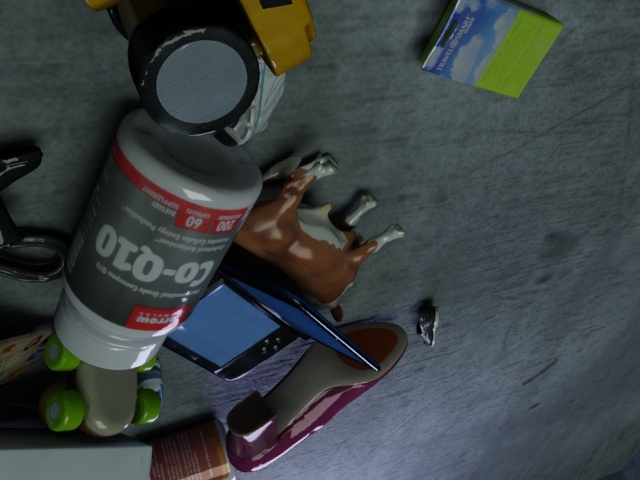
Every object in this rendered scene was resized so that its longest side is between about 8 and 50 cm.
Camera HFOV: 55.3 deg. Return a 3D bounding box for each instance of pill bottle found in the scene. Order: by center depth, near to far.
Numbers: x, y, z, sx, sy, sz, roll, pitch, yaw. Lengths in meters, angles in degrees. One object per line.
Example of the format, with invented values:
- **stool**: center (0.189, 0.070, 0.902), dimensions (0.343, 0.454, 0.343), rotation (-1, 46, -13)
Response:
- **pill bottle**: center (-0.196, 0.008, 0.700), dimensions (0.161, 0.161, 0.283), rotation (10, 125, -37)
- **pill bottle**: center (-0.271, 0.414, 1.107), dimensions (0.216, 0.121, 0.121), rotation (-12, 137, -19)

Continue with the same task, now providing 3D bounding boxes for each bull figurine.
- **bull figurine**: center (0.000, 0.000, 0.857), dimensions (0.188, 0.101, 0.310), rotation (-43, 140, 10)

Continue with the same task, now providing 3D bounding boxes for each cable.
- **cable**: center (-0.430, 0.007, 0.673), dimensions (0.287, 0.072, 0.140), rotation (-15, 122, -34)

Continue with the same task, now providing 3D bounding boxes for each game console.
- **game console**: center (-0.096, 0.150, 0.898), dimensions (0.250, 0.173, 0.293), rotation (-35, 139, 7)

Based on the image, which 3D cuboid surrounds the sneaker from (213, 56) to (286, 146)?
- **sneaker**: center (-0.064, -0.197, 0.656), dimensions (0.083, 0.071, 0.191), rotation (-32, 148, -60)

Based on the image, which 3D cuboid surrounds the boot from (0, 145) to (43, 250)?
- **boot**: center (-0.339, -0.040, 0.638), dimensions (0.121, 0.045, 0.099), rotation (-16, 116, -13)

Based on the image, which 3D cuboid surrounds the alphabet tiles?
- **alphabet tiles**: center (-0.459, 0.195, 0.781), dimensions (0.237, 0.009, 0.198), rotation (-41, 171, 13)

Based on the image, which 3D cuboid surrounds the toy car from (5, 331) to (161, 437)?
- **toy car**: center (-0.354, 0.216, 0.879), dimensions (0.188, 0.149, 0.155), rotation (-21, 158, 30)

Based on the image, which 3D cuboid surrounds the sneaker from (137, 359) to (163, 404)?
- **sneaker**: center (-0.285, 0.256, 0.985), dimensions (0.053, 0.059, 0.144), rotation (-6, 135, -28)

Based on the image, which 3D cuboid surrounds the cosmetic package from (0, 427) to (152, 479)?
- **cosmetic package**: center (-0.387, 0.346, 0.869), dimensions (0.224, 0.138, 0.224), rotation (10, 165, -31)

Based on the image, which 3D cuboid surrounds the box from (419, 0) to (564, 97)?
- **box**: center (0.207, -0.248, 0.762), dimensions (0.178, 0.042, 0.109), rotation (4, 129, -33)

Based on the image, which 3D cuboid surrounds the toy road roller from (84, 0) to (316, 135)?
- **toy road roller**: center (-0.092, -0.269, 0.448), dimensions (0.240, 0.203, 0.330), rotation (-30, 140, 0)

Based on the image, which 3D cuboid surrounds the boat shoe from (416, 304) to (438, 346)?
- **boat shoe**: center (0.208, 0.167, 1.192), dimensions (0.041, 0.049, 0.133), rotation (0, 146, 8)

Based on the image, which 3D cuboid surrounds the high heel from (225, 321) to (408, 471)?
- **high heel**: center (-0.005, 0.280, 1.110), dimensions (0.377, 0.127, 0.181), rotation (-22, 144, -21)
